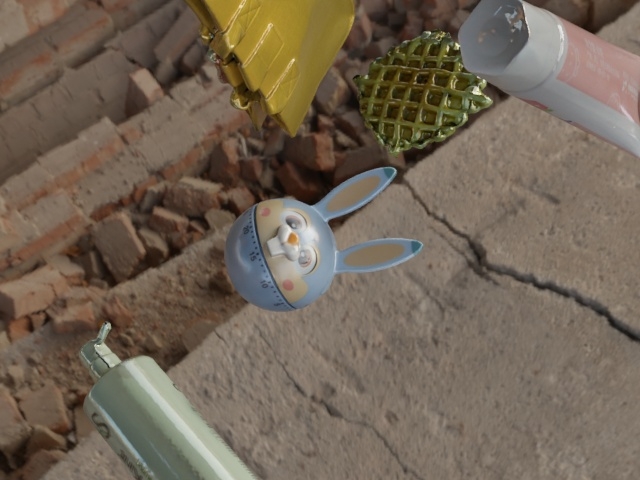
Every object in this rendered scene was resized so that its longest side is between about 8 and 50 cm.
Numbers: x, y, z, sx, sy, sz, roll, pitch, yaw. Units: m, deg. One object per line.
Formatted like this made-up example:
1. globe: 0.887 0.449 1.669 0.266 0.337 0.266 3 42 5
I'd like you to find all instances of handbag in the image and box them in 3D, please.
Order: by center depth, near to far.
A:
1. handbag: -0.085 -0.365 1.191 0.133 0.401 0.282 16 74 20

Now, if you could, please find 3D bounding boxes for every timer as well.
1. timer: -0.018 0.004 1.033 0.256 0.175 0.175 -24 53 35

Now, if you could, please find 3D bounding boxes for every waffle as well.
1. waffle: 0.160 -0.246 1.255 0.208 0.054 0.214 -31 58 20

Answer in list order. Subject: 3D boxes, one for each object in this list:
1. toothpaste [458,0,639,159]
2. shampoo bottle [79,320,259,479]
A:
1. toothpaste: 0.147 -0.090 0.426 0.043 0.195 0.067 2 87 44
2. shampoo bottle: -0.143 0.190 0.714 0.085 0.085 0.262 -40 67 -17
